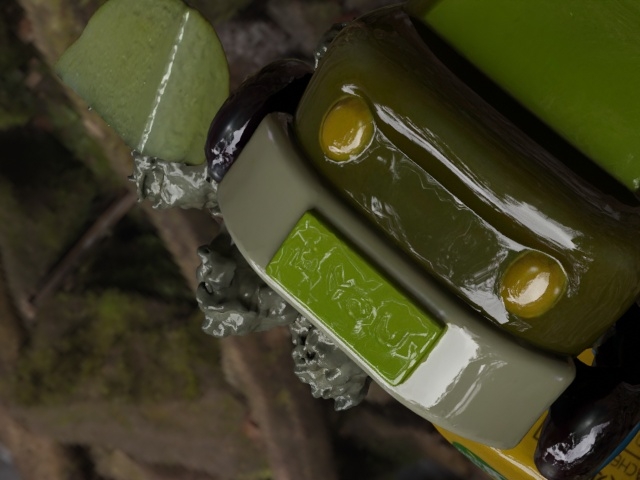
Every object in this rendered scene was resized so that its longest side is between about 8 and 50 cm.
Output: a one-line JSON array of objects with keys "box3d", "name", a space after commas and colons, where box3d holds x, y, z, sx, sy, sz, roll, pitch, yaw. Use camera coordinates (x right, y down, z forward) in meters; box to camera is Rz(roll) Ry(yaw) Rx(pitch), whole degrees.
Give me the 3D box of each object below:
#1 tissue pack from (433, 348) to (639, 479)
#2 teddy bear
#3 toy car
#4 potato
[{"box3d": [0.312, 0.172, 1.216, 0.382, 0.228, 0.293, 32, 178, 43], "name": "tissue pack"}, {"box3d": [0.000, 0.000, 1.565, 0.224, 0.357, 0.367, 29, 136, 31], "name": "teddy bear"}, {"box3d": [0.096, -0.047, 0.617, 0.204, 0.198, 0.248, 42, -157, 12], "name": "toy car"}, {"box3d": [-0.123, -0.142, 1.202, 0.081, 0.120, 0.149, 8, -156, -43], "name": "potato"}]
